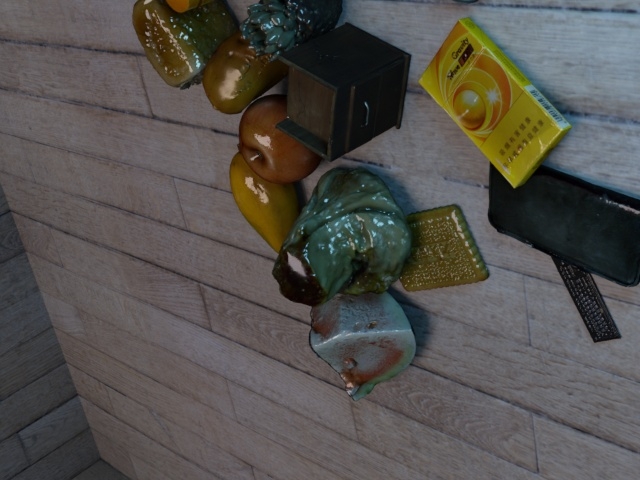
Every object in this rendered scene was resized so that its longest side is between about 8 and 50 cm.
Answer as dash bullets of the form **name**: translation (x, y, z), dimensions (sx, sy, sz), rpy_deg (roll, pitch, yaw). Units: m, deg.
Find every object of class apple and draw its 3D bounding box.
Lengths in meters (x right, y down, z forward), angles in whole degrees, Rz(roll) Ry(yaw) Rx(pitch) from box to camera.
- **apple**: translation (-0.092, -0.215, 2.089), dimensions (0.201, 0.162, 0.201), rpy_deg (28, 134, 34)

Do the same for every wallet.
- **wallet**: translation (0.428, -0.040, 1.693), dimensions (0.318, 0.045, 0.173), rpy_deg (26, 131, 38)

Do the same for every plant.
- **plant**: translation (-0.058, -0.431, 1.852), dimensions (0.129, 0.194, 0.132), rpy_deg (52, 146, 7)

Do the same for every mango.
- **mango**: translation (-0.123, -0.091, 2.271), dimensions (0.176, 0.119, 0.317), rpy_deg (11, 133, 43)
- **mango**: translation (-0.140, -0.362, 1.998), dimensions (0.248, 0.156, 0.151), rpy_deg (-31, 129, 22)

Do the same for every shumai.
- **shumai**: translation (0.000, 0.000, 2.021), dimensions (0.304, 0.263, 0.309), rpy_deg (54, 140, 23)

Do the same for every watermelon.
- **watermelon**: translation (0.086, 0.223, 2.163), dimensions (0.289, 0.213, 0.320), rpy_deg (-1, 101, 48)

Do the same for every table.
- **table**: translation (0.042, -0.281, 1.848), dimensions (0.172, 0.193, 0.169), rpy_deg (35, 138, 30)

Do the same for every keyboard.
- **keyboard**: translation (0.479, 0.096, 1.765), dimensions (0.063, 0.010, 0.198), rpy_deg (-20, 100, 53)

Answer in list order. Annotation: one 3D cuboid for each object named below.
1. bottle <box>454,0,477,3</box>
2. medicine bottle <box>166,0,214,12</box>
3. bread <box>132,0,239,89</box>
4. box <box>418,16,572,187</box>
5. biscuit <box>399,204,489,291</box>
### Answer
- **bottle**: translation (0.252, -0.501, 1.532), dimensions (0.096, 0.079, 0.254), rpy_deg (7, 130, 2)
- **medicine bottle**: translation (-0.223, -0.537, 1.976), dimensions (0.096, 0.192, 0.096), rpy_deg (30, 135, 35)
- **bread**: translation (-0.294, -0.440, 2.134), dimensions (0.176, 0.195, 0.246), rpy_deg (-25, 96, 51)
- **box**: translation (0.296, -0.238, 1.674), dimensions (0.269, 0.043, 0.152), rpy_deg (53, 135, 18)
- **biscuit**: translation (0.222, 0.020, 2.003), dimensions (0.254, 0.029, 0.172), rpy_deg (-12, 107, 54)
